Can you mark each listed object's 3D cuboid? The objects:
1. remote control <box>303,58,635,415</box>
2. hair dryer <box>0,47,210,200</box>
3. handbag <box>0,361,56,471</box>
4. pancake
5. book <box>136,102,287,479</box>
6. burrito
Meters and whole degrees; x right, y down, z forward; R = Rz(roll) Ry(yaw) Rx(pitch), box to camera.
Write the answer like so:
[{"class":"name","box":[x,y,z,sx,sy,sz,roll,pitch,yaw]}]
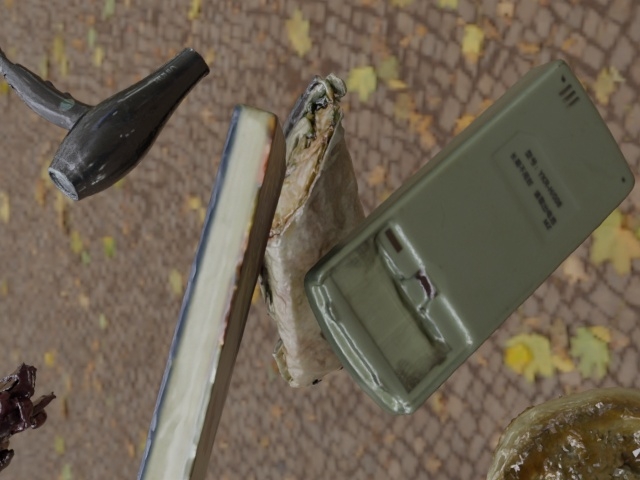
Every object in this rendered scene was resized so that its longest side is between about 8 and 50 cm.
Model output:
[{"class":"remote control","box":[0.108,-0.007,0.827,0.123,0.285,0.038,55,151,-14]},{"class":"hair dryer","box":[-0.246,-0.155,1.194,0.219,0.195,0.075,33,155,19]},{"class":"handbag","box":[-0.390,0.234,1.283,0.074,0.203,0.216,49,147,-11]},{"class":"pancake","box":[0.340,0.339,1.367,0.065,0.356,0.356,68,-173,-70]},{"class":"book","box":[-0.091,0.133,0.813,0.300,0.039,0.427,150,134,-88]},{"class":"burrito","box":[-0.008,0.006,1.334,0.107,0.175,0.347,15,130,35]}]
